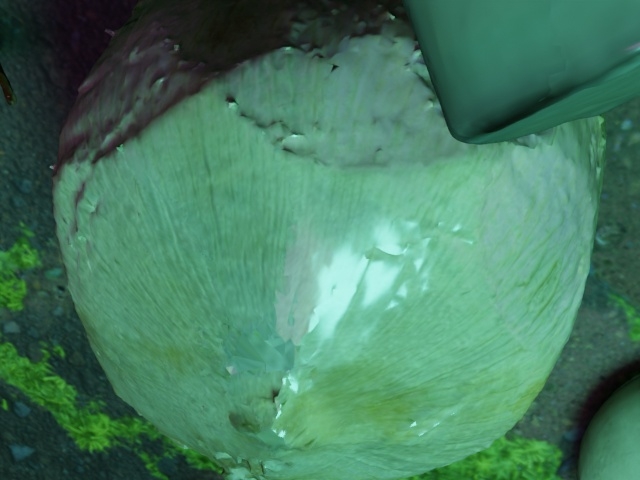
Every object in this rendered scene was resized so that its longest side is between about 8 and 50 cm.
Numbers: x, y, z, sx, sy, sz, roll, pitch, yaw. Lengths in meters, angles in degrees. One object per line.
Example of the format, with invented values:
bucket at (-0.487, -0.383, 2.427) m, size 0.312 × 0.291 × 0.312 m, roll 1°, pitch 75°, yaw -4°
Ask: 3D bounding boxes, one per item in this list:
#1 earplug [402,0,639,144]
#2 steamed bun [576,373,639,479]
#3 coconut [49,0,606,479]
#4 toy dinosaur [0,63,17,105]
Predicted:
earplug at (0.144, -0.280, 0.745) m, size 0.312 × 0.312 × 0.394 m, roll -23°, pitch 88°, yaw 30°
steamed bun at (0.332, 0.221, 1.194) m, size 0.231 × 0.145 × 0.232 m, roll 8°, pitch 127°, yaw 11°
coconut at (0.000, 0.000, 0.994) m, size 0.404 × 0.404 × 0.405 m, roll 8°, pitch 127°, yaw 11°
toy dinosaur at (-0.398, -0.129, 1.178) m, size 0.327 × 0.113 × 0.207 m, roll 16°, pitch 128°, yaw 3°
